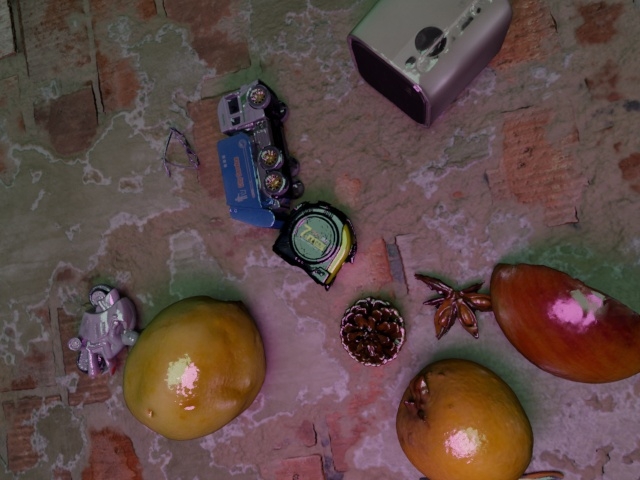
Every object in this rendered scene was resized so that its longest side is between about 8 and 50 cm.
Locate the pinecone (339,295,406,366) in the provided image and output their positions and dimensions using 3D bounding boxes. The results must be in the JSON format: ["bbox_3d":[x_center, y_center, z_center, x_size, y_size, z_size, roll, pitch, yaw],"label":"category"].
[{"bbox_3d":[0.120,0.217,1.028,0.163,0.165,0.163,0,91,10],"label":"pinecone"}]

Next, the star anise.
[{"bbox_3d":[0.321,0.164,1.044,0.212,0.053,0.157,7,84,9],"label":"star anise"}]

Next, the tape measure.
[{"bbox_3d":[0.000,0.000,1.096,0.199,0.112,0.186,35,102,6],"label":"tape measure"}]

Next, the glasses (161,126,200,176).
[{"bbox_3d":[-0.407,-0.231,1.219,0.104,0.062,0.140,-33,80,10],"label":"glasses"}]

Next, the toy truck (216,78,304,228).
[{"bbox_3d":[-0.154,-0.207,1.122,0.175,0.146,0.367,-11,85,16],"label":"toy truck"}]

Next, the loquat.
[{"bbox_3d":[0.292,0.382,0.935,0.275,0.275,0.275,-1,87,12],"label":"loquat"}]

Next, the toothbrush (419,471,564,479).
[{"bbox_3d":[0.392,0.555,1.024,0.321,0.023,0.031,-12,92,12],"label":"toothbrush"}]

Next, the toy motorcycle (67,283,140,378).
[{"bbox_3d":[-0.579,0.255,1.213,0.171,0.110,0.260,14,95,1],"label":"toy motorcycle"}]

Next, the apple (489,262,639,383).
[{"bbox_3d":[0.527,0.176,0.939,0.346,0.179,0.254,34,126,7],"label":"apple"}]

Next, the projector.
[{"bbox_3d":[0.237,-0.443,0.996,0.248,0.248,0.249,44,96,11],"label":"projector"}]

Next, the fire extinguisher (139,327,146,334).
[{"bbox_3d":[-0.434,0.353,1.171,0.075,0.106,0.252,-17,83,35],"label":"fire extinguisher"}]

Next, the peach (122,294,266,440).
[{"bbox_3d":[-0.298,0.292,1.055,0.281,0.314,0.315,10,90,48],"label":"peach"}]
